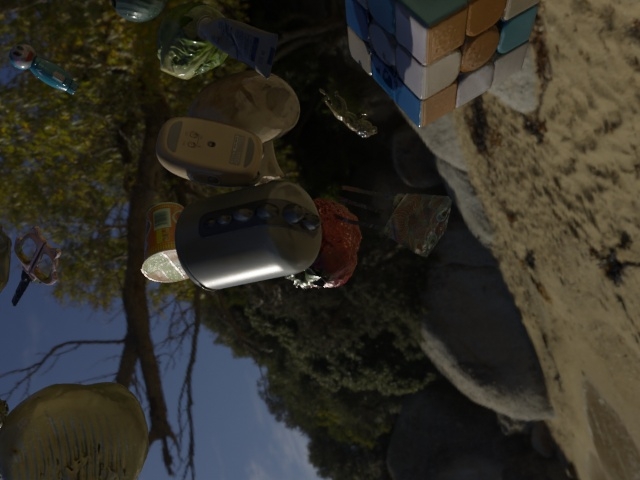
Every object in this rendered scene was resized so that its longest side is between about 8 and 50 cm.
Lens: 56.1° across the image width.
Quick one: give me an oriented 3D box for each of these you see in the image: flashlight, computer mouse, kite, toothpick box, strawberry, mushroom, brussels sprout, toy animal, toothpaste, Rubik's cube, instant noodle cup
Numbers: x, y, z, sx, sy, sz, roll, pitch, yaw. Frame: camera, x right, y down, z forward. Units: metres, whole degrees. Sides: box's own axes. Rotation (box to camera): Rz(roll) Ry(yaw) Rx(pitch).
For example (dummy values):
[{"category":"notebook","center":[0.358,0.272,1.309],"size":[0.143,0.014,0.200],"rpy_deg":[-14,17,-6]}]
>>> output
[{"category":"flashlight","center":[-0.523,-0.325,1.140],"size":[0.129,0.051,0.051],"rpy_deg":[31,-145,-32]},{"category":"computer mouse","center":[-0.243,-0.194,1.331],"size":[0.082,0.236,0.145],"rpy_deg":[125,153,-64]},{"category":"kite","center":[0.134,-0.042,1.124],"size":[0.016,0.229,0.127],"rpy_deg":[-119,42,-70]},{"category":"toothpick box","center":[-0.142,-0.019,1.291],"size":[0.229,0.316,0.229],"rpy_deg":[28,-124,-53]},{"category":"strawberry","center":[0.000,0.000,1.677],"size":[0.277,0.257,0.257],"rpy_deg":[-55,-43,-29]},{"category":"mushroom","center":[-0.188,-0.285,1.557],"size":[0.298,0.297,0.290],"rpy_deg":[-83,-22,-65]},{"category":"brussels sprout","center":[-0.432,-0.662,2.004],"size":[0.219,0.271,0.210],"rpy_deg":[26,-165,-46]},{"category":"toy animal","center":[0.078,-0.364,1.724],"size":[0.219,0.069,0.086],"rpy_deg":[39,171,-21]},{"category":"toothpaste","center":[-0.187,-0.455,1.373],"size":[0.061,0.266,0.096],"rpy_deg":[-12,-54,-44]},{"category":"Rubik's cube","center":[0.285,-0.558,1.466],"size":[0.347,0.344,0.347],"rpy_deg":[55,168,28]},{"category":"instant noodle cup","center":[-0.424,-0.002,1.681],"size":[0.168,0.168,0.185],"rpy_deg":[56,-165,-55]}]

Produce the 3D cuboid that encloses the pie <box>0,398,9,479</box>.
[{"category":"pie","center":[-0.808,0.298,1.138],"size":[0.181,0.394,0.418],"rpy_deg":[-82,-6,-46]}]

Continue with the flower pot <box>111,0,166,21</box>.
[{"category":"flower pot","center":[-0.516,-0.751,1.713],"size":[0.189,0.157,0.243],"rpy_deg":[-153,68,-64]}]

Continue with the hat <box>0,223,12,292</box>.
[{"category":"hat","center":[-0.695,0.039,1.100],"size":[0.214,0.244,0.149],"rpy_deg":[60,-144,-17]}]

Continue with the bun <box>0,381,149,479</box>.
[{"category":"bun","center":[-0.463,0.388,1.132],"size":[0.168,0.272,0.273],"rpy_deg":[22,140,56]}]

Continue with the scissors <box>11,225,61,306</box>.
[{"category":"scissors","center":[-0.793,0.091,1.634],"size":[0.160,0.317,0.024],"rpy_deg":[45,-146,3]}]
